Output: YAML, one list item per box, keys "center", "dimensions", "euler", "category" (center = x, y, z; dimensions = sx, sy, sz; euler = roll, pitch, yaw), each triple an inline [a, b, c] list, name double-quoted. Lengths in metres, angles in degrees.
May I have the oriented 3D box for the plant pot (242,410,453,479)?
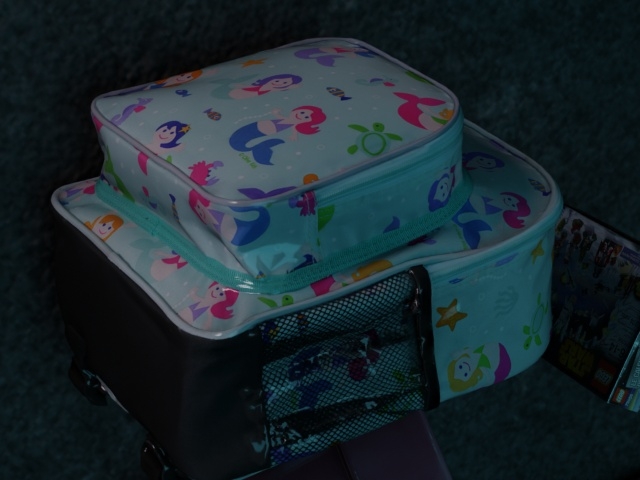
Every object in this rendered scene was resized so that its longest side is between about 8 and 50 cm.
- center: [-0.001, 0.193, 1.082]
  dimensions: [0.180, 0.201, 0.201]
  euler: [-22, 118, -2]
  category: "plant pot"

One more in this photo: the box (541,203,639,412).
- center: [0.171, 0.039, 1.138]
  dimensions: [0.027, 0.137, 0.094]
  euler: [19, 98, -28]
  category: "box"

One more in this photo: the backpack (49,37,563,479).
- center: [0.000, 0.000, 0.983]
  dimensions: [0.253, 0.225, 0.191]
  euler: [-12, 118, -28]
  category: "backpack"

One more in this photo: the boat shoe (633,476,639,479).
- center: [0.212, 0.244, 1.239]
  dimensions: [0.355, 0.130, 0.132]
  euler: [-27, 118, -17]
  category: "boat shoe"
